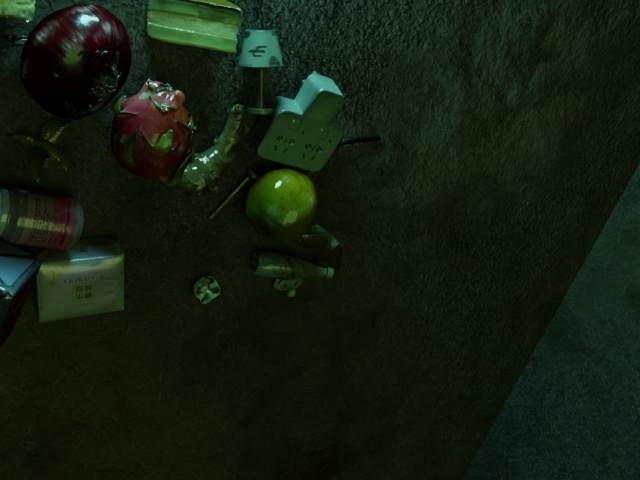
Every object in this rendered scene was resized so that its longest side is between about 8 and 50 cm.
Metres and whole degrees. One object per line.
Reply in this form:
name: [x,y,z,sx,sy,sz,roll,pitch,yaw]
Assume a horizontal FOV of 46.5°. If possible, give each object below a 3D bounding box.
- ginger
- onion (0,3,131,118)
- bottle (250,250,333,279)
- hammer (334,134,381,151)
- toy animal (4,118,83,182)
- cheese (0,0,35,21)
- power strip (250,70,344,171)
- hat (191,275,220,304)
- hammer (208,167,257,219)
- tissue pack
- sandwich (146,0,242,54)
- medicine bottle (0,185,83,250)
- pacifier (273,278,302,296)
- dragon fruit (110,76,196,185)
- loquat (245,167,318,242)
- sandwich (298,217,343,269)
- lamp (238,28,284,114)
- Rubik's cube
ginger: [-0.287,-0.239,2.016,0.131,0.086,0.294,28,93,-31]
onion: [-0.563,-0.413,1.663,0.273,0.285,0.273,-54,168,-17]
bottle: [-0.082,0.084,2.321,0.270,0.083,0.083,8,114,-25]
hammer: [0.114,-0.308,2.261,0.178,0.021,0.065,-10,122,-28]
toy animal: [-0.673,-0.211,1.781,0.155,0.219,0.095,7,140,5]
cheese: [-0.662,-0.555,1.568,0.123,0.094,0.167,2,113,-22]
power strip: [-0.050,-0.345,2.085,0.229,0.141,0.261,11,126,-36]
hat: [-0.345,0.146,2.230,0.077,0.059,0.076,-34,115,-16]
hammer: [-0.250,-0.124,2.124,0.028,0.060,0.195,40,98,-26]
tissue pack: [-0.641,0.099,1.967,0.225,0.124,0.185,-7,123,-28]
sandwich: [-0.304,-0.519,1.782,0.187,0.144,0.117,-7,119,-30]
medicine bottle: [-0.715,-0.057,1.811,0.247,0.147,0.147,10,112,-36]
pacifier: [-0.102,0.149,2.375,0.099,0.078,0.081,8,134,-36]
dragon fruit: [-0.408,-0.265,1.831,0.224,0.224,0.227,-5,140,-30]
loquat: [-0.095,-0.116,2.140,0.246,0.213,0.213,-50,134,-21]
sandwich: [0.000,0.000,2.335,0.088,0.090,0.244,-45,132,4]
lamp: [-0.155,-0.438,1.938,0.121,0.121,0.214,-7,109,-29]
Rubik's cube: [-0.838,0.130,1.728,0.260,0.255,0.259,28,103,-13]
